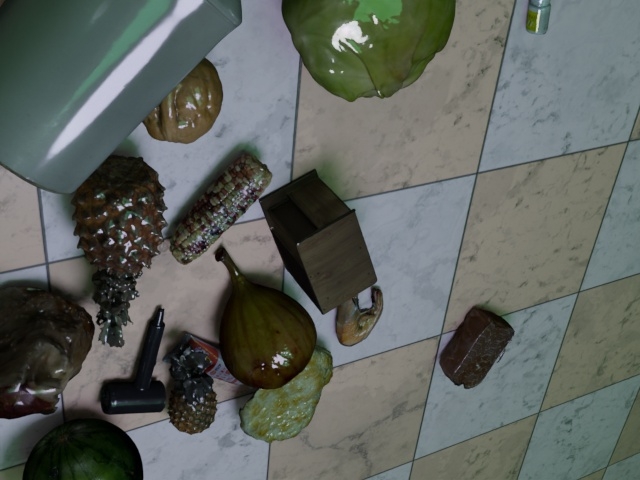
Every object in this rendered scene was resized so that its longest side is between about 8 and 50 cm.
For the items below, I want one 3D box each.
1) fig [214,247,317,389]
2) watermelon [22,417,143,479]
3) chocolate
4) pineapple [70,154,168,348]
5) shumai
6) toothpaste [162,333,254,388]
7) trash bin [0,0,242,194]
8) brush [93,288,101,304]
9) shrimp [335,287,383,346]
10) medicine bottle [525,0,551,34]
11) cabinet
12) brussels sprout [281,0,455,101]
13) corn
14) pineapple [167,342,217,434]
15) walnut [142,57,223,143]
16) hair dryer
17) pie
[{"bbox_3d":[-0.133,0.149,1.777,0.217,0.217,0.321,-26,111,-15],"label":"fig"},{"bbox_3d":[-0.486,0.488,1.735,0.242,0.242,0.242,-18,130,-22],"label":"watermelon"},{"bbox_3d":[0.418,0.293,2.296,0.148,0.093,0.214,22,107,-41],"label":"chocolate"},{"bbox_3d":[-0.363,0.024,1.525,0.175,0.175,0.361,-12,133,-27],"label":"pineapple"},{"bbox_3d":[-0.544,0.243,1.479,0.346,0.283,0.217,-18,129,-25],"label":"shumai"},{"bbox_3d":[-0.233,0.273,1.878,0.234,0.057,0.089,29,111,-35],"label":"toothpaste"},{"bbox_3d":[-0.319,-0.304,1.231,0.432,0.280,0.280,-46,135,9],"label":"trash bin"},{"bbox_3d":[-0.390,0.054,1.629,0.043,0.014,0.170,13,114,-41],"label":"brush"},{"bbox_3d":[0.092,0.154,2.010,0.143,0.052,0.251,-31,143,-25],"label":"shrimp"},{"bbox_3d":[0.460,-0.481,1.776,0.047,0.047,0.083,-20,131,-20],"label":"medicine bottle"},{"bbox_3d":[0.000,0.000,1.737,0.148,0.175,0.215,-31,133,-11],"label":"cabinet"},{"bbox_3d":[0.086,-0.407,1.451,0.328,0.247,0.328,-15,143,-12],"label":"brussels sprout"},{"bbox_3d":[-0.197,-0.060,1.625,0.253,0.086,0.086,-47,135,8],"label":"corn"},{"bbox_3d":[-0.279,0.313,1.806,0.125,0.125,0.251,-19,143,-22],"label":"pineapple"},{"bbox_3d":[-0.241,-0.245,1.421,0.166,0.149,0.167,3,125,4],"label":"walnut"},{"bbox_3d":[-0.377,0.251,1.763,0.128,0.070,0.256,2,114,-34],"label":"hair dryer"},{"bbox_3d":[-0.077,0.361,1.992,0.274,0.105,0.257,-54,148,10],"label":"pie"}]
